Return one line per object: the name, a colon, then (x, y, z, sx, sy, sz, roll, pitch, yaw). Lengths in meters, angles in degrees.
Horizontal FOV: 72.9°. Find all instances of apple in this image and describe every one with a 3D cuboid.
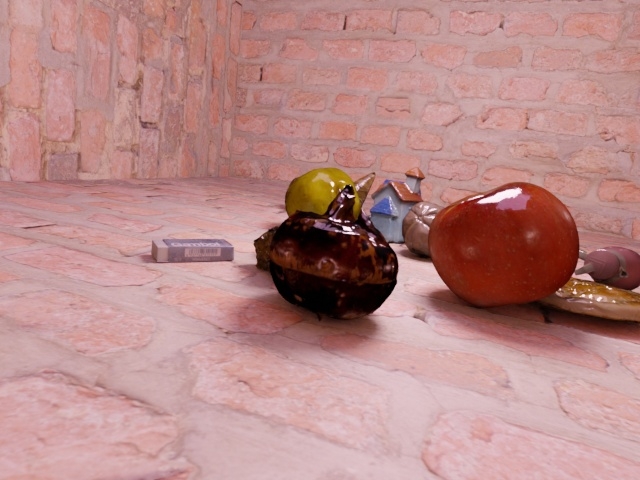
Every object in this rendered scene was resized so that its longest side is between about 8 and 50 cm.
apple: (0.454, 0.010, 1.097, 0.348, 0.277, 0.348, -23, 3, 1)

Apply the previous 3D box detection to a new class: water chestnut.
water chestnut: (0.026, 0.019, 0.930, 0.299, 0.301, 0.300, 7, 12, -1)

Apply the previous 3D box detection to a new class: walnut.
walnut: (0.404, -0.035, 1.605, 0.223, 0.225, 0.224, 7, 12, -1)

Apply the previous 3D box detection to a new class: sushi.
sushi: (-0.101, 0.035, 1.153, 0.114, 0.148, 0.212, -7, 0, -30)

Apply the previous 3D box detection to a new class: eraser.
eraser: (-0.356, 0.027, 1.216, 0.212, 0.046, 0.091, 0, 14, -32)

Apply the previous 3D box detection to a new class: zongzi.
zongzi: (0.109, -0.204, 2.029, 0.134, 0.289, 0.285, 43, -21, -32)

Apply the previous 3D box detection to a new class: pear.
pear: (-0.009, -0.151, 1.769, 0.287, 0.288, 0.375, -1, -1, -36)

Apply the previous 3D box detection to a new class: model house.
model house: (0.315, -0.173, 1.901, 0.251, 0.330, 0.294, 20, 15, 36)

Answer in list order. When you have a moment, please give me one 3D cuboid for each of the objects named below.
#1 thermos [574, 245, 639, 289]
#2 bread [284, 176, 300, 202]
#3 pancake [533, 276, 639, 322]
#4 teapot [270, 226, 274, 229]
thermos: (0.902, 0.079, 1.365, 0.264, 0.146, 0.176, 9, 17, -42)
bread: (-0.087, -0.245, 2.332, 0.171, 0.192, 0.314, 1, 13, -21)
pancake: (0.706, 0.146, 1.189, 0.385, 0.082, 0.387, 7, 7, -1)
teapot: (-0.126, 0.010, 1.343, 0.090, 0.092, 0.124, 20, 12, -24)
